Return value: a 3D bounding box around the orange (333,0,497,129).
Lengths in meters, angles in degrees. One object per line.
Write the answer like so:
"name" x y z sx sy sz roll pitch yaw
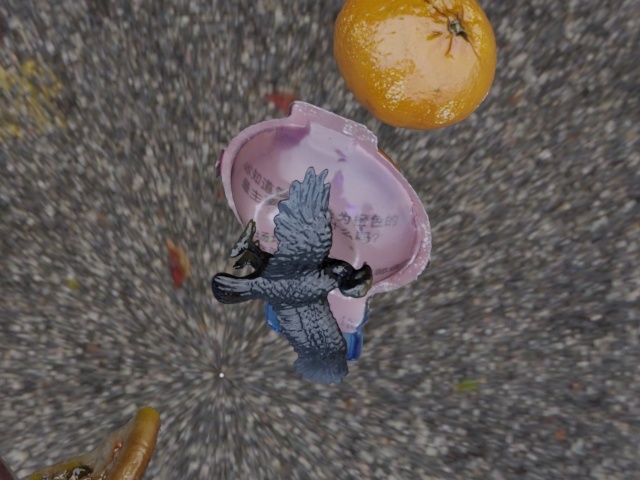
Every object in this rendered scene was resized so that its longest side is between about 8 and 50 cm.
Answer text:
"orange" 0.111 -0.219 1.673 0.193 0.161 0.193 14 58 -23

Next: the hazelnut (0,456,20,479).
"hazelnut" -0.391 0.307 1.092 0.409 0.359 0.359 -36 88 25

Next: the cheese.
"cheese" 0.000 0.000 1.191 0.189 0.286 0.074 22 51 16

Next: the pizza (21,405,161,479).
"pizza" -0.244 0.236 1.429 0.052 0.195 0.185 47 53 -23

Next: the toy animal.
"toy animal" -0.018 0.027 1.045 0.108 0.220 0.062 16 49 17
